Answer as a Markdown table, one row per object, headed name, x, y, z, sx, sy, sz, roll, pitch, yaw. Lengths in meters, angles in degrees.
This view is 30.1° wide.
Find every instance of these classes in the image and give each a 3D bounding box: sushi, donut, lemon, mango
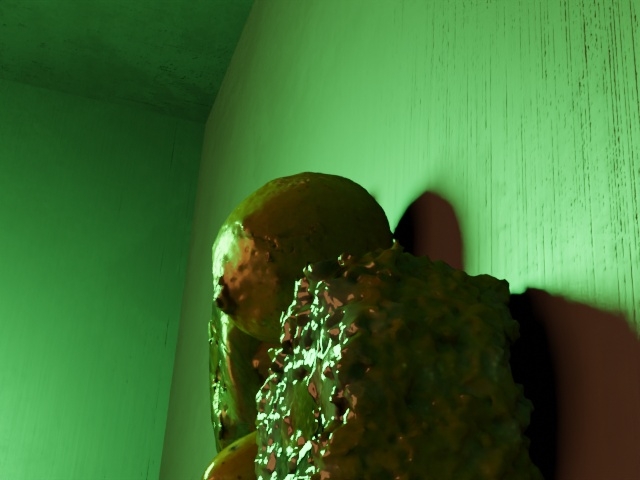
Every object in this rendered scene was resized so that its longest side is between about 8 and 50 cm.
| name | x | y | z | sx | sy | sz | roll | pitch | yaw |
| --- | --- | --- | --- | --- | --- | --- | --- | --- | --- |
| sushi | 0.066 | 0.211 | 1.289 | 0.396 | 0.240 | 0.351 | 116 | 161 | -51 |
| donut | -0.116 | 0.240 | 2.156 | 0.360 | 0.170 | 0.360 | 180 | 90 | -79 |
| lemon | -0.029 | 0.030 | 1.742 | 0.253 | 0.310 | 0.254 | 39 | 141 | 42 |
| mango | -0.049 | 0.334 | 1.650 | 0.191 | 0.290 | 0.160 | -44 | 59 | 17 |
